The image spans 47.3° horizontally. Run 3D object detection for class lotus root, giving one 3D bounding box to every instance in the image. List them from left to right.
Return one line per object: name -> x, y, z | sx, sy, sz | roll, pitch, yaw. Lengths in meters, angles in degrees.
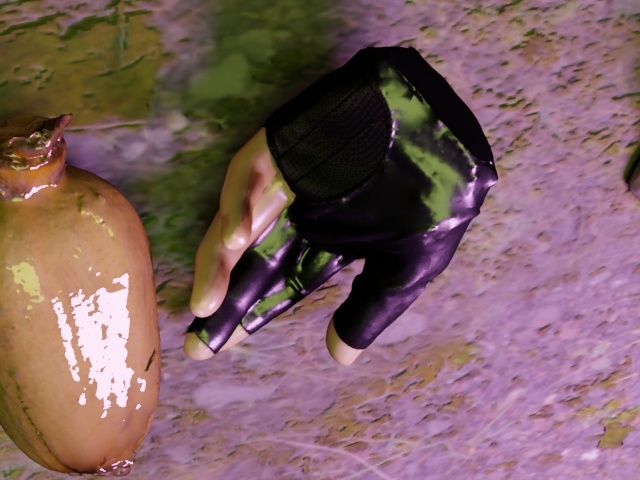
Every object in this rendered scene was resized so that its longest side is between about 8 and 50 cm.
lotus root -> -0.196, 0.051, 0.551 | 0.146, 0.131, 0.303 | -23, 121, -34

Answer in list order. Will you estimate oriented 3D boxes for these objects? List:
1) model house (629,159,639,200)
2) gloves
model house -> 0.446, -0.075, 0.702 | 0.229, 0.188, 0.122 | -2, 97, -19
gloves -> 0.004, -0.005, 0.586 | 0.301, 0.152, 0.197 | -43, 98, 9
